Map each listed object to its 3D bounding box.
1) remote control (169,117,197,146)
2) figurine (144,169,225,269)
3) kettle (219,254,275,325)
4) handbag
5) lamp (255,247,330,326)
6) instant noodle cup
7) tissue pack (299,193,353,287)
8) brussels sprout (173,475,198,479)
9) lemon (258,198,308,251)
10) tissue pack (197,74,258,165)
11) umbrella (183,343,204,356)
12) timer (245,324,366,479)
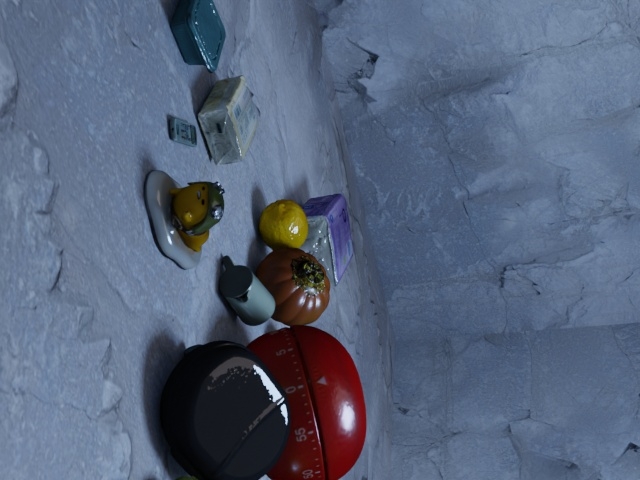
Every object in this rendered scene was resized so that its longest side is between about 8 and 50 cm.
[{"bbox_3d":[-0.299,-0.235,1.709,0.124,0.017,0.053,5,80,-77],"label":"remote control"},{"bbox_3d":[-0.243,-0.046,1.591,0.250,0.141,0.167,65,21,-55],"label":"figurine"},{"bbox_3d":[-0.179,0.121,1.898,0.148,0.098,0.127,60,32,-53],"label":"kettle"},{"bbox_3d":[-0.181,0.345,1.528,0.254,0.093,0.308,-49,124,-30],"label":"handbag"},{"bbox_3d":[-0.074,0.125,2.121,0.223,0.196,0.223,24,49,-31],"label":"lamp"},{"bbox_3d":[-0.282,-0.485,1.787,0.157,0.070,0.179,70,19,-43],"label":"instant noodle cup"},{"bbox_3d":[0.000,0.000,2.594,0.338,0.160,0.242,-52,133,-71],"label":"tissue pack"},{"bbox_3d":[-0.242,0.507,1.392,0.151,0.122,0.149,42,-37,53],"label":"brussels sprout"},{"bbox_3d":[-0.103,-0.036,2.207,0.187,0.142,0.142,73,16,-55],"label":"lemon"},{"bbox_3d":[-0.222,-0.295,1.909,0.196,0.092,0.148,-75,155,-54],"label":"tissue pack"},{"bbox_3d":[-0.212,0.380,1.634,0.143,0.094,0.349,-67,147,-73],"label":"umbrella"},{"bbox_3d":[-0.042,0.388,1.839,0.378,0.279,0.378,169,-90,-80],"label":"timer"}]
